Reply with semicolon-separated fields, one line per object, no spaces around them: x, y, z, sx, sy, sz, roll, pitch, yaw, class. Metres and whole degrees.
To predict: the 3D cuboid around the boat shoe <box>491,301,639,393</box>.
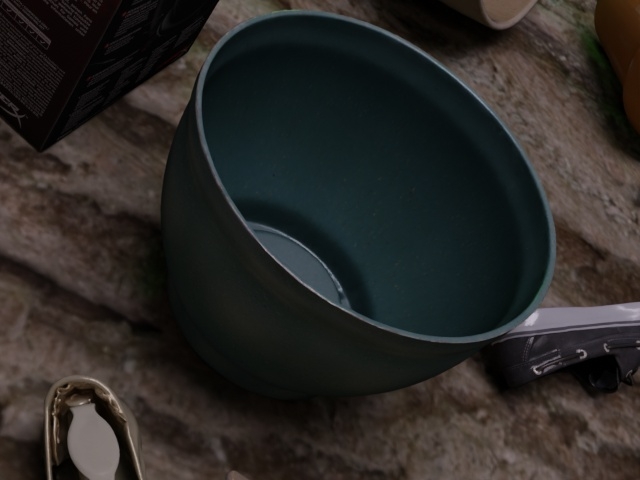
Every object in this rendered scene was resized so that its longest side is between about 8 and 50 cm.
0.247;0.099;1.202;0.229;0.080;0.076;2;72;-37;boat shoe

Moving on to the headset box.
-0.139;-0.236;1.047;0.110;0.293;0.218;42;43;2;headset box

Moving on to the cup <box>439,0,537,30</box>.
0.130;-0.411;1.406;0.237;0.331;0.331;21;38;21;cup

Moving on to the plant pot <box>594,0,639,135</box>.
0.404;-0.218;1.502;0.205;0.205;0.188;6;37;-31;plant pot

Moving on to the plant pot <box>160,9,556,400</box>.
0.000;0.000;1.017;0.293;0.196;0.293;19;47;-22;plant pot

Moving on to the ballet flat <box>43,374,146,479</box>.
-0.136;0.193;0.842;0.086;0.086;0.248;6;51;-31;ballet flat

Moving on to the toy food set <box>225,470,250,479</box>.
-0.043;0.273;0.861;0.128;0.071;0.217;37;38;-46;toy food set
